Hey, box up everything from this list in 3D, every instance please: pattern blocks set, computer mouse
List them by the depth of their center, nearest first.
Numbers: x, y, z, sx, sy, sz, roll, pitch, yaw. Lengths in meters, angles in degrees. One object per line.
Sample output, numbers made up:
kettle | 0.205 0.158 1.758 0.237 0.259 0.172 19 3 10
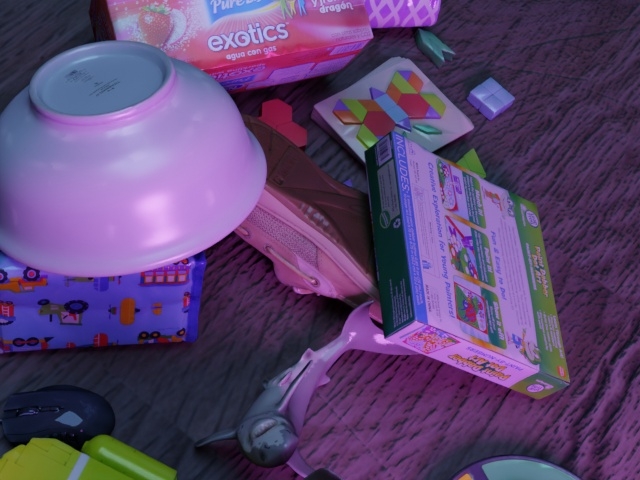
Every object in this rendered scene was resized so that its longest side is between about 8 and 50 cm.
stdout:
computer mouse | -0.326 0.171 1.291 0.242 0.041 0.071 3 57 -13
pattern blocks set | 0.088 -0.156 1.639 0.285 0.026 0.325 36 54 10

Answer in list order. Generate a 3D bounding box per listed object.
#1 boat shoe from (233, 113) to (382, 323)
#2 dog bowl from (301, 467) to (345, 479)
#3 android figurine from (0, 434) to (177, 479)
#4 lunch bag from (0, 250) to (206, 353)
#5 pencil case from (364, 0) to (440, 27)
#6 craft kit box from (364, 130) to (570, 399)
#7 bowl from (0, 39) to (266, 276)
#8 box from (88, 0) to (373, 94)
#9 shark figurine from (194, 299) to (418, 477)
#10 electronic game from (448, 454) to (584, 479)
boat shoe | 0.000 0.000 1.458 0.341 0.110 0.121 40 39 0
dog bowl | -0.024 0.364 1.070 0.102 0.349 0.348 30 53 -10
android figurine | -0.228 0.293 1.214 0.273 0.056 0.248 26 52 -5
lunch bag | -0.256 -0.035 1.411 0.221 0.138 0.293 -2 48 -13
pencil case | 0.057 -0.325 1.711 0.206 0.086 0.088 2 28 -13
craft kit box | 0.163 0.028 1.451 0.247 0.061 0.250 22 48 -33
bowl | -0.205 -0.107 1.292 0.298 0.134 0.298 -3 39 2
box | -0.110 -0.257 1.536 0.300 0.154 0.142 -13 84 -15
shark figurine | -0.013 0.184 1.355 0.116 0.166 0.278 55 38 -7
electronic game | 0.214 0.326 1.329 0.229 0.048 0.229 7 54 -10
